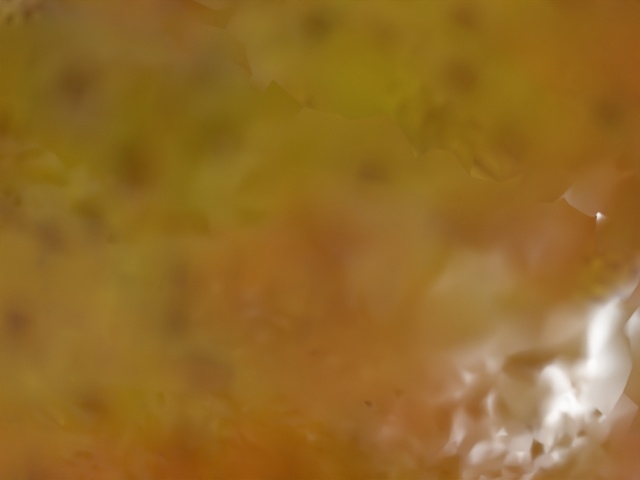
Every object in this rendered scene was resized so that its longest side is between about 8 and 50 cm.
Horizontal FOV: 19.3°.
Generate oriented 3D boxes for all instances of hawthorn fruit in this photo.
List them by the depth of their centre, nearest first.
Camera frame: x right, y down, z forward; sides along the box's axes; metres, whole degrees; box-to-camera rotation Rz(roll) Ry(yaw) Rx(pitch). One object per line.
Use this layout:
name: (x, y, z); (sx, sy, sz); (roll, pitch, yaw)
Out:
hawthorn fruit: (0.000, 0.000, 0.757); (0.472, 0.472, 0.472); (42, 8, -7)
